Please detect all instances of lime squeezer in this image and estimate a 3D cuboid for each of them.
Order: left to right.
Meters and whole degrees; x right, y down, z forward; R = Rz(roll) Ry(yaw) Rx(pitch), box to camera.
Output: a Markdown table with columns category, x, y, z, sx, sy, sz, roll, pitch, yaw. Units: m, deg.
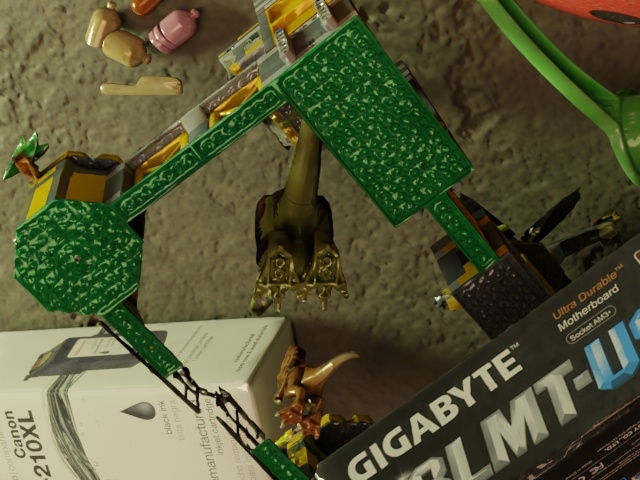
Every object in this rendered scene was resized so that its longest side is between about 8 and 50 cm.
| category | x | y | z | sx | sy | sz | roll | pitch | yaw |
| --- | --- | --- | --- | --- | --- | --- | --- | --- | --- |
| lime squeezer | 0.208 | -0.054 | 0.583 | 0.310 | 0.110 | 0.059 | 16 | 78 | -9 |

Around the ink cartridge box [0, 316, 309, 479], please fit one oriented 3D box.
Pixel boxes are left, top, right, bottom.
| category | x | y | z | sx | sy | sz | roll | pitch | yaw |
| --- | --- | --- | --- | --- | --- | --- | --- | --- | --- |
| ink cartridge box | -0.129 | 0.154 | 0.777 | 0.237 | 0.100 | 0.172 | -4 | 112 | 18 |

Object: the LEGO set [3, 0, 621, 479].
| category | x | y | z | sx | sy | sz | roll | pitch | yaw |
| --- | --- | --- | --- | --- | --- | --- | --- | --- | --- |
| LEGO set | 0.000 | 0.000 | 0.621 | 0.331 | 0.192 | 0.255 | 40 | 105 | -22 |

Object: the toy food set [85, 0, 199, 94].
| category | x | y | z | sx | sy | sz | roll | pitch | yaw |
| --- | --- | --- | --- | --- | --- | --- | --- | --- | --- |
| toy food set | -0.114 | -0.154 | 0.684 | 0.078 | 0.019 | 0.122 | 2 | 106 | 14 |

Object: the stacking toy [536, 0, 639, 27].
| category | x | y | z | sx | sy | sz | roll | pitch | yaw |
| --- | --- | --- | --- | --- | --- | --- | --- | --- | --- |
| stacking toy | 0.211 | -0.180 | 0.457 | 0.480 | 0.350 | 0.350 | 30 | 119 | -16 |

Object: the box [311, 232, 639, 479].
| category | x | y | z | sx | sy | sz | roll | pitch | yaw |
| --- | --- | --- | --- | --- | --- | --- | --- | --- | --- |
| box | 0.186 | 0.106 | 0.548 | 0.295 | 0.073 | 0.293 | -38 | 139 | 5 |
